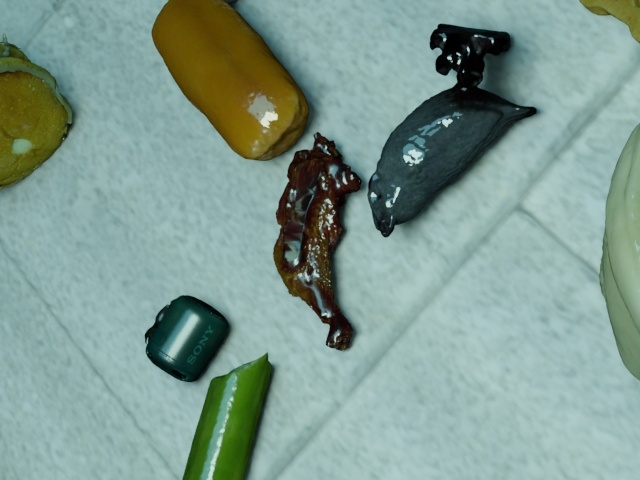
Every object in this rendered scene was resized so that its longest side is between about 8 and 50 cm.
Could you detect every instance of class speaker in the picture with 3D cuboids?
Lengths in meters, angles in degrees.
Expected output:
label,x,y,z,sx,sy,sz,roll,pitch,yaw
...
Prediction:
label,x,y,z,sx,sy,sz,roll,pitch,yaw
speaker,-0.138,0.086,1.670,0.094,0.060,0.075,31,88,40

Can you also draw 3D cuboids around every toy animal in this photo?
label,x,y,z,sx,sy,sz,roll,pitch,yaw
toy animal,0.120,-0.091,1.574,0.117,0.121,0.210,20,102,-4

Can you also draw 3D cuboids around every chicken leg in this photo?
label,x,y,z,sx,sy,sz,roll,pitch,yaw
chicken leg,-0.005,-0.001,1.624,0.089,0.048,0.219,-11,63,34

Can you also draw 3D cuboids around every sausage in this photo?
label,x,y,z,sx,sy,sz,roll,pitch,yaw
sausage,-0.093,-0.168,1.735,0.098,0.098,0.238,-46,54,9

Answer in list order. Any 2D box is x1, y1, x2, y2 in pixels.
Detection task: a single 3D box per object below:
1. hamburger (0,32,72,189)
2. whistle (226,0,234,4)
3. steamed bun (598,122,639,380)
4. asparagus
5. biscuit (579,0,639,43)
label,x,y,z,sx,sy,sz,roll,pitch,yaw
hamburger,-0.362,-0.140,1.865,0.113,0.177,0.185,38,121,46
whistle,-0.094,-0.267,1.815,0.176,0.033,0.033,-35,54,18
steamed bun,0.347,-0.019,1.274,0.324,0.219,0.310,26,86,40
asparagus,-0.102,0.233,1.579,0.067,0.060,0.278,-5,66,44
biscuit,0.333,-0.287,1.525,0.249,0.035,0.184,-50,51,5
